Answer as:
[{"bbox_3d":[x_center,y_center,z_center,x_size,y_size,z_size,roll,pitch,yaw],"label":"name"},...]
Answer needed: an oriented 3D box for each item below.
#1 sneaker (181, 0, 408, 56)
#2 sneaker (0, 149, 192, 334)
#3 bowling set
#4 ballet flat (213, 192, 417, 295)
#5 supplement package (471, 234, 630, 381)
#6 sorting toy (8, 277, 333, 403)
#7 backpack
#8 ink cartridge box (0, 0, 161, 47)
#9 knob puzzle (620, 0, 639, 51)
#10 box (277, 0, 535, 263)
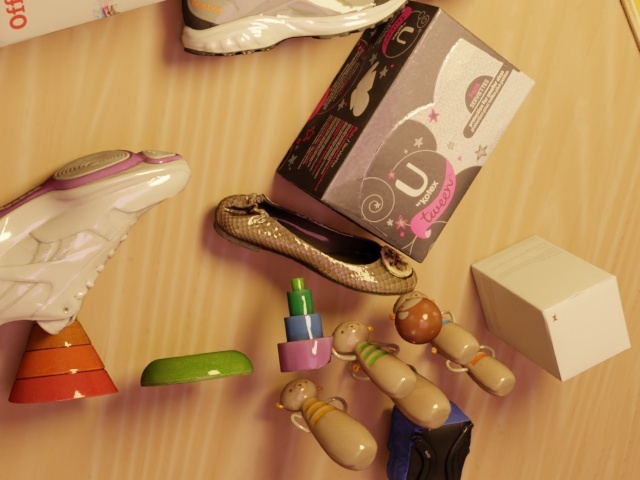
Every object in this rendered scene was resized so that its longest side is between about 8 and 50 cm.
[{"bbox_3d":[-0.022,-0.270,1.376,0.271,0.100,0.108,-13,106,-19],"label":"sneaker"},{"bbox_3d":[-0.267,0.005,1.351,0.305,0.114,0.152,-27,110,-3],"label":"sneaker"},{"bbox_3d":[0.097,0.119,1.500,0.287,0.154,0.200,-20,130,-30],"label":"bowling set"},{"bbox_3d":[0.000,0.000,1.456,0.250,0.084,0.058,20,115,-8],"label":"ballet flat"},{"bbox_3d":[0.283,0.080,1.570,0.105,0.179,0.105,-24,114,-14],"label":"supplement package"},{"bbox_3d":[-0.169,0.101,1.418,0.365,0.127,0.126,-7,86,-8],"label":"sorting toy"},{"bbox_3d":[0.134,0.267,1.612,0.098,0.101,0.120,-4,112,-20],"label":"backpack"},{"bbox_3d":[-0.216,-0.343,1.173,0.270,0.197,0.198,-20,149,-17],"label":"ink cartridge box"},{"bbox_3d":[0.491,-0.293,1.624,0.213,0.030,0.213,-7,109,-21],"label":"knob puzzle"},{"bbox_3d":[0.098,-0.127,1.446,0.163,0.142,0.247,31,93,-28],"label":"box"}]
